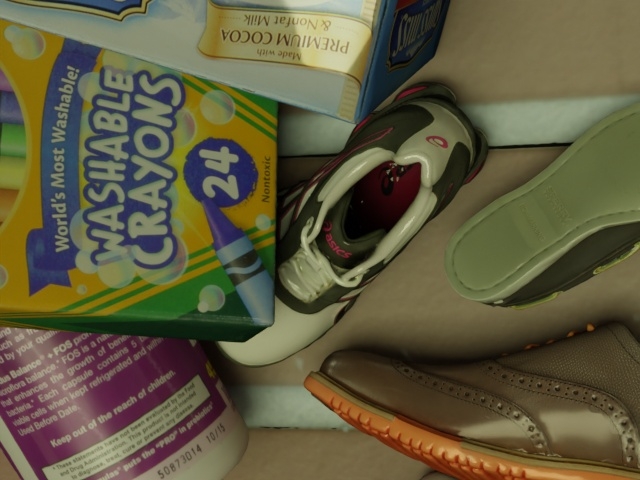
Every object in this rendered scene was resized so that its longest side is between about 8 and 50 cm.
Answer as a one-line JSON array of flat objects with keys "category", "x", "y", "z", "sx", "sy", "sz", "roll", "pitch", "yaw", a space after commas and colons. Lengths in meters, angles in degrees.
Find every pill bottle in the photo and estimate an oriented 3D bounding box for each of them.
[{"category": "pill bottle", "x": -0.194, "y": 0.065, "z": 1.003, "sx": 0.169, "sy": 0.169, "sz": 0.301, "roll": -26, "pitch": 99, "yaw": 22}]

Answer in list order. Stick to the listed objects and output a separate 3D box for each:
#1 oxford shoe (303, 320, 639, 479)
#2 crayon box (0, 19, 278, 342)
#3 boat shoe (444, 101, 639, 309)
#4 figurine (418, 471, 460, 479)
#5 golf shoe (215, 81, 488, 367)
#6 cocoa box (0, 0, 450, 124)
[{"category": "oxford shoe", "x": 0.166, "y": 0.120, "z": 0.961, "sx": 0.364, "sy": 0.130, "sz": 0.132, "roll": 13, "pitch": 78, "yaw": 19}, {"category": "crayon box", "x": -0.192, "y": -0.046, "z": 0.885, "sx": 0.323, "sy": 0.083, "sz": 0.203, "roll": 5, "pitch": 76, "yaw": -17}, {"category": "boat shoe", "x": 0.193, "y": -0.025, "z": 0.915, "sx": 0.228, "sy": 0.069, "sz": 0.081, "roll": -31, "pitch": 62, "yaw": 21}, {"category": "figurine", "x": 0.127, "y": 0.289, "z": 0.957, "sx": 0.215, "sy": 0.209, "sz": 0.092, "roll": 38, "pitch": 114, "yaw": 2}, {"category": "golf shoe", "x": 0.000, "y": 0.000, "z": 0.952, "sx": 0.105, "sy": 0.120, "sz": 0.273, "roll": 41, "pitch": 115, "yaw": -1}, {"category": "cocoa box", "x": -0.084, "y": -0.242, "z": 0.834, "sx": 0.347, "sy": 0.231, "sz": 0.227, "roll": 18, "pitch": 111, "yaw": 11}]
